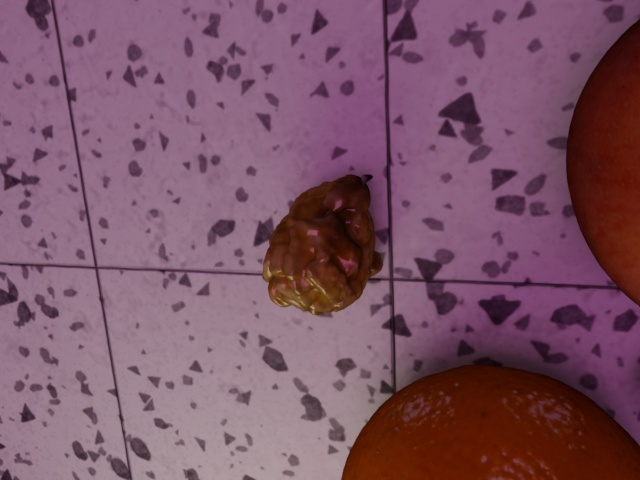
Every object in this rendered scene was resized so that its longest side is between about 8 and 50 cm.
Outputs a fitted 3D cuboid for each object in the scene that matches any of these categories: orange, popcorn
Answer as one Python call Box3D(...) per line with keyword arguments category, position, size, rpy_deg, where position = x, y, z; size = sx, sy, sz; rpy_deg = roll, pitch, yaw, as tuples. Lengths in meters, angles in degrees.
Box3D(category="orange", position=(0.220, 0.371, 0.728), size=(0.424, 0.326, 0.423), rpy_deg=(5, 109, 16))
Box3D(category="popcorn", position=(0.004, 0.011, 0.775), size=(0.140, 0.194, 0.163), rpy_deg=(10, 149, 19))

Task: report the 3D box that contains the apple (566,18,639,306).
Box3D(category="apple", position=(0.419, -0.070, 0.541), size=(0.364, 0.364, 0.363), rpy_deg=(5, 107, 15))
